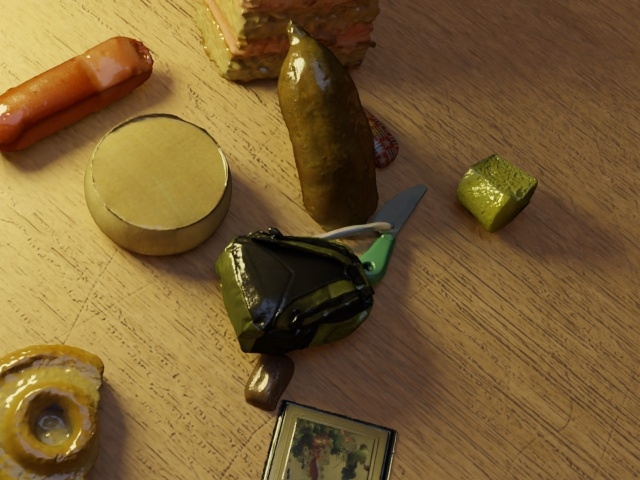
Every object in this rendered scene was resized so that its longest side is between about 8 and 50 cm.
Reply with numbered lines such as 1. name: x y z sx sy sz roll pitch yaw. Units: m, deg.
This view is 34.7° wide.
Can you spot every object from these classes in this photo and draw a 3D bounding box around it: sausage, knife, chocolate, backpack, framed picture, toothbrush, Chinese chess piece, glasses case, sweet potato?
1. sausage: -0.446 -0.256 1.797 0.348 0.094 0.097 -35 86 -30
2. knife: 0.121 -0.020 1.827 0.063 0.034 0.260 20 50 13
3. chocolate: -0.082 0.218 1.632 0.065 0.031 0.100 24 59 7
4. backpack: -0.036 0.077 1.662 0.253 0.140 0.207 -5 59 -27
5. framed picture: 0.013 0.355 1.583 0.199 0.010 0.195 16 58 -3
6. toothbrush: 0.000 0.000 1.773 0.269 0.021 0.027 -12 61 -13
7. Chinese chess piece: -0.274 -0.095 1.734 0.250 0.103 0.249 5 60 -9
8. glasses case: 0.068 -0.217 1.915 0.194 0.049 0.073 42 59 13
9. sweet potato: 0.009 -0.198 1.774 0.158 0.369 0.158 -11 26 6

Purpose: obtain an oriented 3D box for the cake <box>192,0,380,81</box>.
1. cake: -0.067 -0.491 1.897 0.314 0.306 0.293 -15 63 -21

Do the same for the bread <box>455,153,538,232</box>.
1. bread: 0.318 -0.082 1.857 0.114 0.111 0.129 45 42 19

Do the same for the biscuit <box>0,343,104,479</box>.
1. biscuit: -0.422 0.277 1.484 0.213 0.091 0.274 1 62 -15
